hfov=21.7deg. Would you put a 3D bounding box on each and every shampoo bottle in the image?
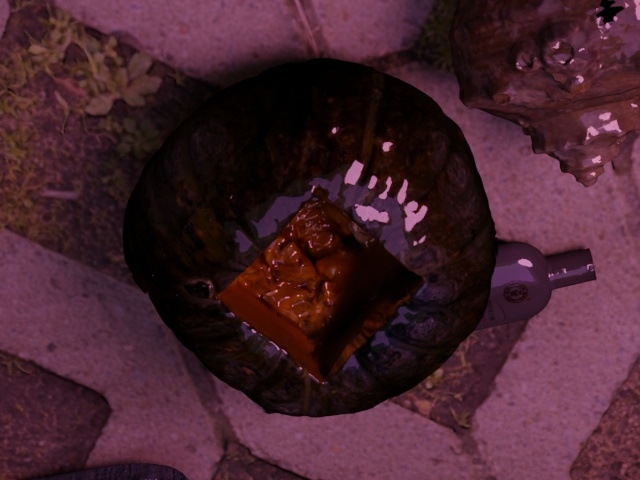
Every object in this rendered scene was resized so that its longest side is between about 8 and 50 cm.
[{"bbox_3d":[0.172,0.041,1.547,0.165,0.040,0.080,-13,115,5],"label":"shampoo bottle"}]

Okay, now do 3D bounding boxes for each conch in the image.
[{"bbox_3d":[0.260,-0.210,1.326,0.297,0.210,0.352,-4,123,-18],"label":"conch"}]

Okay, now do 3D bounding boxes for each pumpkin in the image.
[{"bbox_3d":[0.000,0.000,1.420,0.320,0.192,0.320,-1,115,-2],"label":"pumpkin"}]

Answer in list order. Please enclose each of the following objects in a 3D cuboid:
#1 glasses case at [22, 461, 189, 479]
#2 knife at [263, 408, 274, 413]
[{"bbox_3d":[-0.257,0.282,1.643,0.282,0.067,0.109,-9,124,5],"label":"glasses case"},{"bbox_3d":[-0.053,0.121,1.592,0.031,0.018,0.121,-9,121,-7],"label":"knife"}]
